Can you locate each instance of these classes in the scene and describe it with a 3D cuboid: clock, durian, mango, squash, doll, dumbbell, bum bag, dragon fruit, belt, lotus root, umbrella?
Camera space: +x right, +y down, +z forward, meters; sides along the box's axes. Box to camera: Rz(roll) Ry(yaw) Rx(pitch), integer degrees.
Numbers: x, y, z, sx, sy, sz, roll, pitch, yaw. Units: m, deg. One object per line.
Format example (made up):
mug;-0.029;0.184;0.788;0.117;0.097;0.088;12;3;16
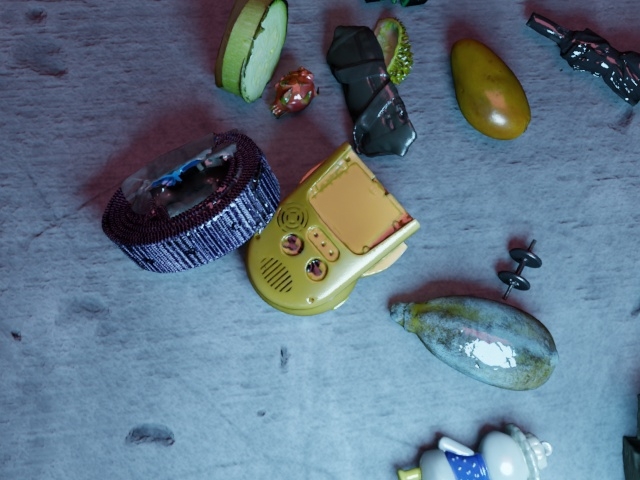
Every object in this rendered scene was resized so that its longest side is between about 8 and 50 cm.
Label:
clock;0.000;0.000;1.008;0.317;0.200;0.244;-39;81;-4
durian;0.154;-0.404;1.172;0.100;0.086;0.216;-1;72;28
mango;0.355;-0.327;1.143;0.138;0.113;0.254;-25;80;-11
squash;-0.152;-0.395;1.053;0.133;0.220;0.220;22;77;-4
doll;0.290;0.422;0.981;0.292;0.119;0.138;-16;64;-4
dumbbell;0.410;0.059;1.088;0.069;0.069;0.147;32;77;2
bum bag;0.092;-0.311;1.110;0.142;0.079;0.327;-29;74;34
dragon fruit;-0.060;-0.307;1.115;0.116;0.086;0.081;-49;125;-5
belt;-0.238;-0.071;0.976;0.324;0.122;0.260;-22;47;8
lotus root;0.294;0.181;1.016;0.322;0.140;0.158;19;77;1
umbrella;0.623;-0.422;1.200;0.340;0.118;0.118;33;77;6

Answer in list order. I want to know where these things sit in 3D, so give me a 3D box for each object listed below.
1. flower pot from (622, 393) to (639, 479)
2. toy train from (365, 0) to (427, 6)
flower pot;0.699;0.406;0.924;0.250;0.379;0.380;6;77;14
toy train;0.168;-0.597;1.196;0.227;0.091;0.137;-14;90;-9
